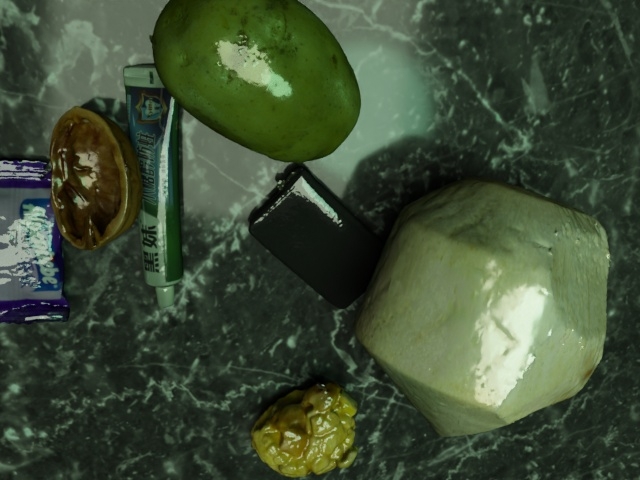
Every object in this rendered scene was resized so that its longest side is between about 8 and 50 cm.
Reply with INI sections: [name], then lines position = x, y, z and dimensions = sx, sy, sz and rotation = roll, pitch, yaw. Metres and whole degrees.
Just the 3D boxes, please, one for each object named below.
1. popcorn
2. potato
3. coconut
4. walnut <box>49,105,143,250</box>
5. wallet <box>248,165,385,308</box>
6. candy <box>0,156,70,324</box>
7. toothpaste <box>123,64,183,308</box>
[popcorn]
position = -0.018, 0.343, 1.108
dimensions = 0.194, 0.140, 0.163
rotation = -39, 101, -4
[potato]
position = -0.083, -0.234, 0.862
dimensions = 0.304, 0.216, 0.216
rotation = 38, 100, -17
[coconut]
position = 0.252, 0.115, 0.948
dimensions = 0.416, 0.345, 0.415
rotation = -11, 113, -26
[walnut]
position = -0.324, -0.092, 0.923
dimensions = 0.167, 0.087, 0.211
rotation = 4, 98, 31
[wallet]
position = 0.000, 0.000, 1.040
dimensions = 0.250, 0.044, 0.149
rotation = 41, 103, -19
[candy]
position = -0.467, 0.008, 0.965
dimensions = 0.145, 0.070, 0.275
rotation = 3, 99, -16
[toothpaste]
position = -0.255, -0.074, 0.969
dimensions = 0.099, 0.061, 0.391
rotation = 7, 109, 18
